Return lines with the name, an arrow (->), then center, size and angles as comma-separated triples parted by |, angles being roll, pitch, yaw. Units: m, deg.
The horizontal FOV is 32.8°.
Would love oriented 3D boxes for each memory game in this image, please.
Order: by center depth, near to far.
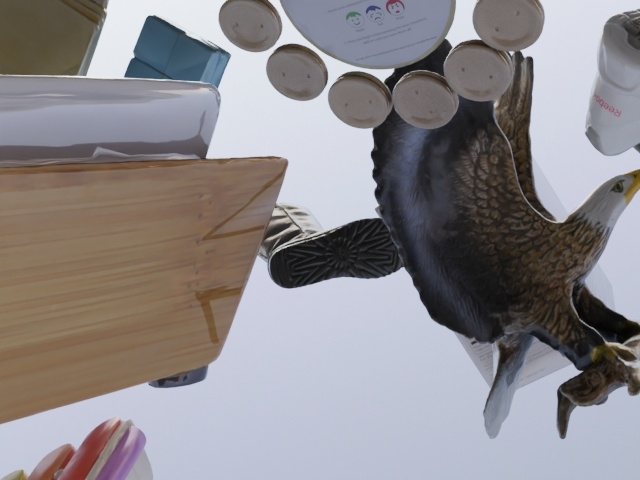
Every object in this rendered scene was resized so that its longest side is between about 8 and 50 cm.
memory game -> 0.023, -0.131, 0.566 | 0.186, 0.186, 0.012 | 3, -135, 24

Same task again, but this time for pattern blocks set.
pattern blocks set -> -0.203, -0.104, 0.618 | 0.325, 0.285, 0.026 | 43, -156, 19

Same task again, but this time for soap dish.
soap dish -> -0.192, 0.008, 0.417 | 0.291, 0.118, 0.229 | -2, -175, 38

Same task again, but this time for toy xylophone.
toy xylophone -> -0.278, 0.271, 0.898 | 0.322, 0.081, 0.236 | -28, -164, 13

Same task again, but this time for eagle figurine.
eagle figurine -> 0.163, -0.008, 0.885 | 0.225, 0.226, 0.298 | -36, -102, -20

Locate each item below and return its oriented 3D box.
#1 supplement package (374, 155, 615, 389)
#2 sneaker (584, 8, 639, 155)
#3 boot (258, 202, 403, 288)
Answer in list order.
supplement package -> 0.225, 0.012, 1.373 | 0.175, 0.293, 0.177 | -29, -168, 20
sneaker -> 0.277, -0.122, 0.830 | 0.232, 0.115, 0.090 | -14, -131, -33
boot -> 0.001, -0.002, 1.319 | 0.189, 0.076, 0.208 | -7, -171, -9
